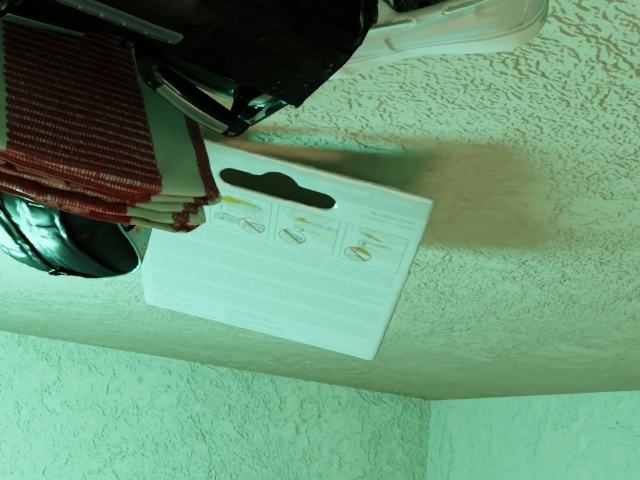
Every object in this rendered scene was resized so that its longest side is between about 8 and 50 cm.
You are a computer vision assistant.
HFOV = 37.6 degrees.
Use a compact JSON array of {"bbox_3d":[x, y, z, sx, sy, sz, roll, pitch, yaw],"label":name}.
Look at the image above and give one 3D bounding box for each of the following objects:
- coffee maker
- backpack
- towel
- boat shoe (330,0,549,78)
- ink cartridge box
[{"bbox_3d":[-0.066,-0.158,0.500,0.178,0.120,0.171,17,128,-39],"label":"coffee maker"},{"bbox_3d":[-0.232,-0.048,0.857,0.165,0.144,0.188,2,145,11],"label":"backpack"},{"bbox_3d":[-0.224,-0.117,0.508,0.329,0.237,0.037,14,125,-30],"label":"towel"},{"bbox_3d":[0.043,-0.143,0.576,0.184,0.066,0.063,2,151,22],"label":"boat shoe"},{"bbox_3d":[-0.050,-0.009,1.062,0.308,0.091,0.385,15,148,1],"label":"ink cartridge box"}]
